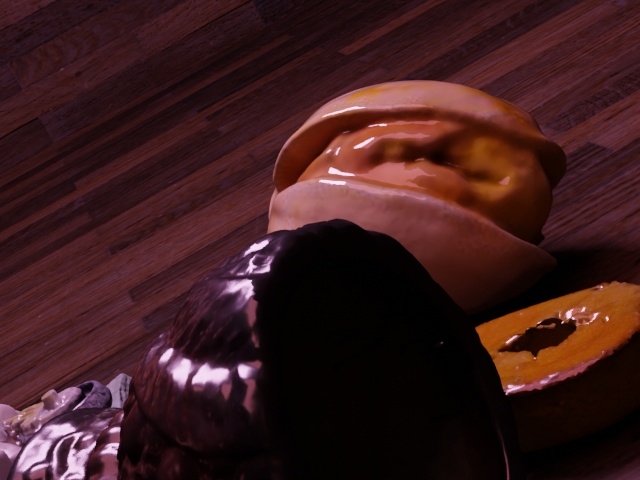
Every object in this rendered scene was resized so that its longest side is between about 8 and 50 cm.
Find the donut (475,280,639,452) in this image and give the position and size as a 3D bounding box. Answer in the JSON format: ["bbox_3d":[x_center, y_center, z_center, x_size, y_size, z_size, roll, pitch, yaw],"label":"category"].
[{"bbox_3d":[0.167,0.095,1.037,0.178,0.065,0.162,-20,15,27],"label":"donut"}]

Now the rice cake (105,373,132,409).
[{"bbox_3d":[-0.186,0.188,1.315,0.045,0.042,0.245,-39,18,6],"label":"rice cake"}]

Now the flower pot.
[{"bbox_3d":[-0.047,0.154,0.901,0.267,0.266,0.266,-28,16,32],"label":"flower pot"}]

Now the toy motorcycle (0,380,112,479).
[{"bbox_3d":[-0.343,0.245,1.288,0.223,0.108,0.340,-16,22,50],"label":"toy motorcycle"}]

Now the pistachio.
[{"bbox_3d":[0.070,-0.022,1.268,0.309,0.230,0.230,-9,26,38],"label":"pistachio"}]
